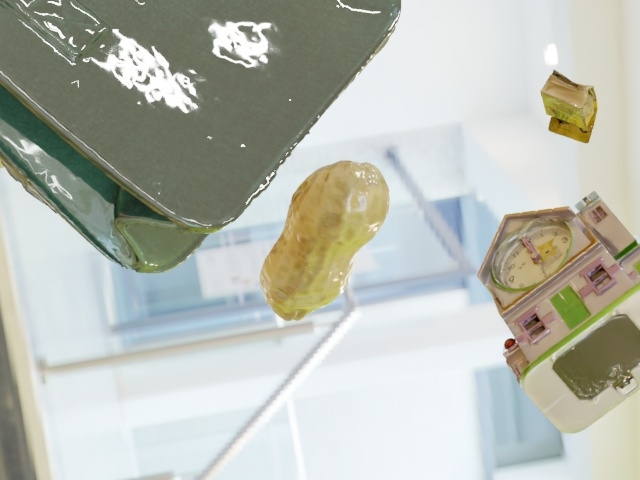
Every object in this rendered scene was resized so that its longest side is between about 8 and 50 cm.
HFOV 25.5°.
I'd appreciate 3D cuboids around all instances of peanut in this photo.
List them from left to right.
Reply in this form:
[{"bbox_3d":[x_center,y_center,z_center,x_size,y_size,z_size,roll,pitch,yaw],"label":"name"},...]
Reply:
[{"bbox_3d":[0.000,0.000,1.907,0.130,0.130,0.290,-104,-147,-44],"label":"peanut"}]

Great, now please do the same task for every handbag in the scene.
[{"bbox_3d":[-0.103,-0.146,1.013,0.089,0.238,0.326,-43,-173,49],"label":"handbag"}]

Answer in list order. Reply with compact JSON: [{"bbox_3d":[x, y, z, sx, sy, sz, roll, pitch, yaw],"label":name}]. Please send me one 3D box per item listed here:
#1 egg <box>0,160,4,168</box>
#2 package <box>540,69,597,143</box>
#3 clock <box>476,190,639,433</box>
[{"bbox_3d":[-0.579,-0.244,2.413,0.279,0.310,0.279,46,-25,30],"label":"egg"},{"bbox_3d":[0.367,-0.196,2.071,0.047,0.071,0.131,-63,157,-12],"label":"package"},{"bbox_3d":[0.326,0.065,1.862,0.166,0.235,0.309,47,10,-31],"label":"clock"}]
